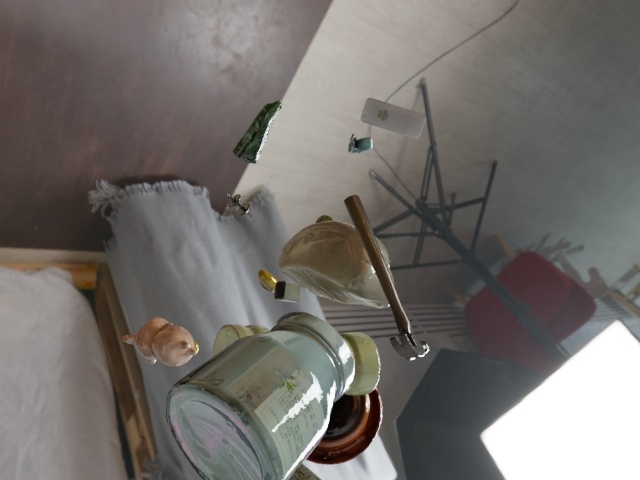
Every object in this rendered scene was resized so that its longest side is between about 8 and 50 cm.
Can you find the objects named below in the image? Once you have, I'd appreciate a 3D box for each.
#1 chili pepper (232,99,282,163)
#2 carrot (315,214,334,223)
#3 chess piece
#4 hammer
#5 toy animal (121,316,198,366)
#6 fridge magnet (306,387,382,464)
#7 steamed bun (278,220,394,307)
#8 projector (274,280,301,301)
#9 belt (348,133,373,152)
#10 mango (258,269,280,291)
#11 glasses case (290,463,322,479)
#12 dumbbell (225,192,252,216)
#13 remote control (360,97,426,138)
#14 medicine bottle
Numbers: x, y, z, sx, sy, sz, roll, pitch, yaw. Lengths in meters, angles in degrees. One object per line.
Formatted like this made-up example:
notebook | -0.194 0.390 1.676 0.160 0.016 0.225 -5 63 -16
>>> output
chili pepper | -0.177 -0.335 1.509 0.088 0.059 0.227 25 126 -23
carrot | 0.000 0.000 2.023 0.078 0.078 0.298 -18 151 -21
chess piece | -0.054 0.347 1.359 0.442 0.234 0.234 7 128 -32
hammer | 0.155 0.086 1.246 0.044 0.439 0.168 -27 163 21
toy animal | -0.508 0.341 1.644 0.149 0.248 0.165 -55 131 -44
fridge magnet | 0.028 0.570 1.693 0.364 0.363 0.155 -26 148 -12
steamed bun | 0.068 0.057 1.570 0.247 0.384 0.236 37 71 -38
projector | -0.141 0.219 2.127 0.082 0.083 0.083 14 166 -35
belt | 0.145 -0.388 2.035 0.100 0.179 0.065 -1 91 -16
mango | -0.242 0.188 2.310 0.076 0.103 0.161 -50 145 -13
glasses case | -0.061 0.705 1.390 0.137 0.355 0.085 3 96 -39
dumbbell | -0.333 -0.145 2.033 0.069 0.069 0.147 -41 123 9
remote control | 0.290 -0.487 1.980 0.250 0.034 0.103 15 103 -4
medicine bottle | -0.092 0.280 0.905 0.290 0.245 0.245 -36 156 -50
